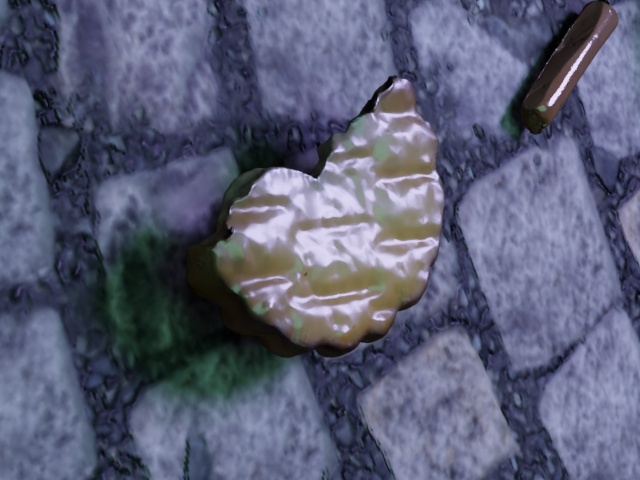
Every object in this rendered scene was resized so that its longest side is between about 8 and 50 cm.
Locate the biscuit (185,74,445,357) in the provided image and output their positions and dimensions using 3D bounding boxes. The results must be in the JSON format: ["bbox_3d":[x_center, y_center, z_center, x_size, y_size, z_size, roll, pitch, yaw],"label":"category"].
[{"bbox_3d":[0.000,0.000,1.009,0.183,0.061,0.118,-38,111,-40],"label":"biscuit"}]

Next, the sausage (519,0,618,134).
[{"bbox_3d":[0.156,-0.109,1.213,0.026,0.026,0.116,54,50,-23],"label":"sausage"}]
